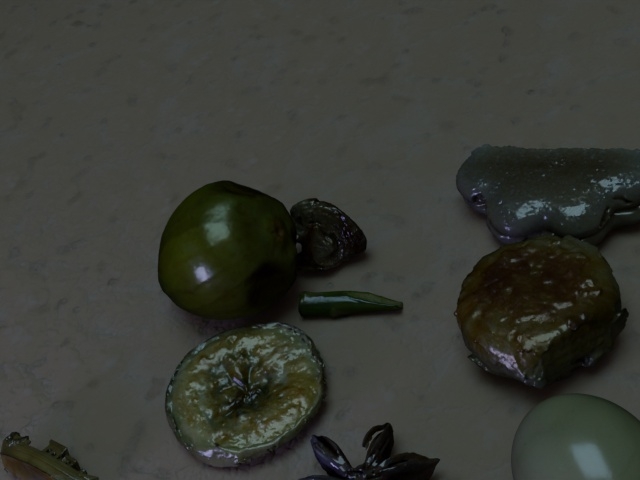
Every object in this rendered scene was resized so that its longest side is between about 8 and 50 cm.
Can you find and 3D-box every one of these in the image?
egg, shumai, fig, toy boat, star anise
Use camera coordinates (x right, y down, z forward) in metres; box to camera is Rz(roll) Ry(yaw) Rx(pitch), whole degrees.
[{"bbox_3d":[0.346,0.303,1.303,0.186,0.186,0.241,-31,48,-10],"label":"egg"},{"bbox_3d":[0.011,-0.004,1.788,0.139,0.123,0.105,2,58,5],"label":"shumai"},{"bbox_3d":[-0.173,0.026,1.747,0.271,0.239,0.239,-25,39,28],"label":"fig"},{"bbox_3d":[-0.429,0.358,1.642,0.206,0.064,0.072,16,37,31],"label":"toy boat"},{"bbox_3d":[0.053,0.350,1.447,0.236,0.093,0.229,-34,50,-8],"label":"star anise"}]

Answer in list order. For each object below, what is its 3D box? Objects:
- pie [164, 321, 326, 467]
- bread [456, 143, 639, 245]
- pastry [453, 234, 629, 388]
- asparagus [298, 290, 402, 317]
[{"bbox_3d":[-0.119,0.238,1.641,0.274,0.055,0.274,-11,45,11],"label":"pie"},{"bbox_3d":[0.383,-0.070,1.715,0.337,0.102,0.183,4,49,26],"label":"bread"},{"bbox_3d":[0.327,0.106,1.556,0.257,0.120,0.236,-33,41,-9],"label":"pastry"},{"bbox_3d":[0.048,0.103,1.719,0.179,0.041,0.045,-4,54,16],"label":"asparagus"}]
